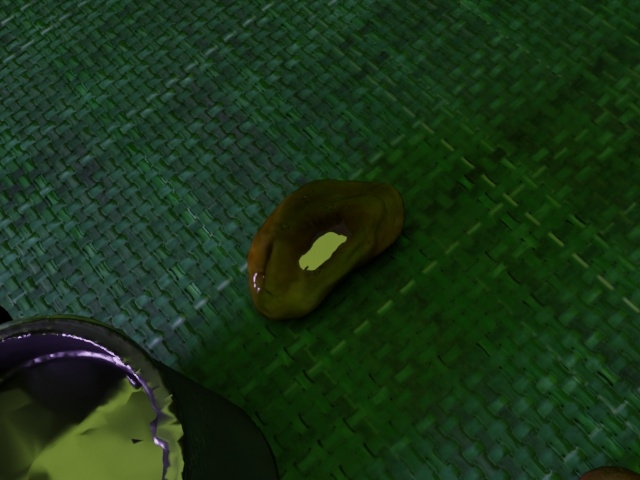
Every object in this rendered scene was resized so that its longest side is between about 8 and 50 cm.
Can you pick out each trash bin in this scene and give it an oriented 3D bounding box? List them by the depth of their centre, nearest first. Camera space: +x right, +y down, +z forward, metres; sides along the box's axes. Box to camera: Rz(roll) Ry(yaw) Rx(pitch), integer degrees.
[{"bbox_3d":[-0.165,0.199,0.535,0.217,0.262,0.277,-33,66,-4],"label":"trash bin"}]

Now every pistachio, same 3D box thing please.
[{"bbox_3d":[-0.001,-0.003,0.677,0.189,0.100,0.110,-38,70,-5],"label":"pistachio"}]

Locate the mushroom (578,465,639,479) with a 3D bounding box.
[{"bbox_3d":[0.256,0.243,0.534,0.088,0.073,0.129,-28,30,-17],"label":"mushroom"}]
